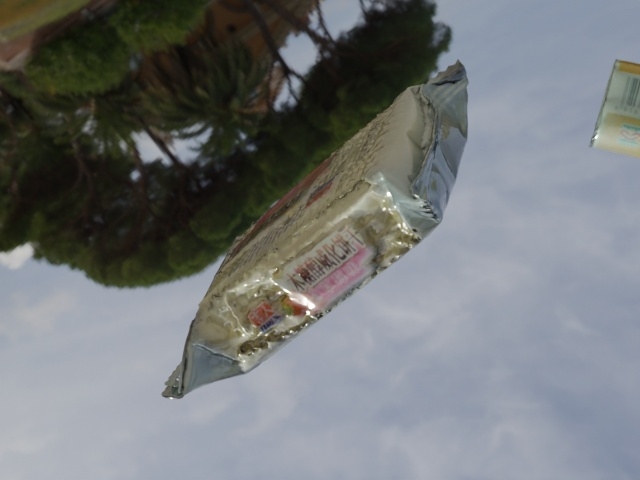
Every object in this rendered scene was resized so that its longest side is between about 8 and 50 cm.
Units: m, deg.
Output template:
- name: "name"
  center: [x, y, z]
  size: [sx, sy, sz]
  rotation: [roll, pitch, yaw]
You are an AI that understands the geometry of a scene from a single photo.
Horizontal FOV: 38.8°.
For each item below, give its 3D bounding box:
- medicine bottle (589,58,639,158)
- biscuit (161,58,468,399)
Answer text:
- name: "medicine bottle"
  center: [0.291, -0.066, 0.585]
  size: [0.218, 0.074, 0.074]
  rotation: [16, -134, 13]
- name: "biscuit"
  center: [-0.002, 0.003, 0.710]
  size: [0.309, 0.079, 0.186]
  rotation: [-37, -165, 36]
